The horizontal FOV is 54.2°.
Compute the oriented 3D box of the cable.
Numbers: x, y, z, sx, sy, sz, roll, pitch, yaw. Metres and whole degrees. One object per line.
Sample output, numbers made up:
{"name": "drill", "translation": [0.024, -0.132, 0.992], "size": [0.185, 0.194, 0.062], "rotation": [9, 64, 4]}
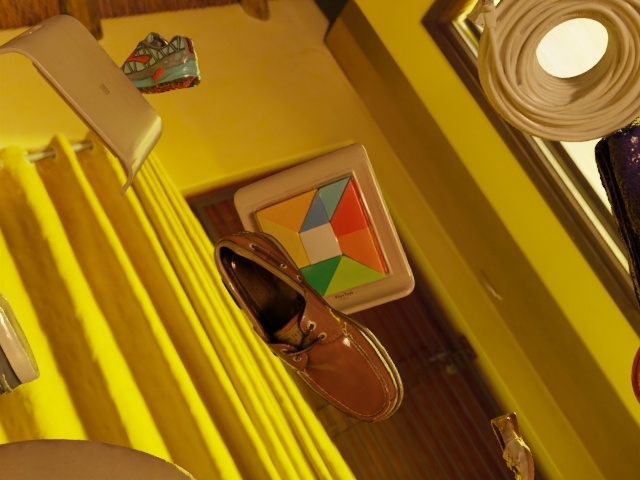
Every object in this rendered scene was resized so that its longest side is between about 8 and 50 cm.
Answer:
{"name": "cable", "translation": [0.356, -0.268, 0.891], "size": [0.257, 0.257, 0.089], "rotation": [3, 35, 13]}

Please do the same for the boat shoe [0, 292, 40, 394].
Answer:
{"name": "boat shoe", "translation": [-0.426, 0.035, 0.683], "size": [0.099, 0.319, 0.116], "rotation": [-29, 8, -19]}

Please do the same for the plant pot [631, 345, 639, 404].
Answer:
{"name": "plant pot", "translation": [0.749, 0.293, 1.119], "size": [0.272, 0.272, 0.265], "rotation": [-33, 10, 12]}

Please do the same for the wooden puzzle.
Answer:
{"name": "wooden puzzle", "translation": [0.000, 0.000, 0.940], "size": [0.221, 0.238, 0.044], "rotation": [-20, 1, 17]}

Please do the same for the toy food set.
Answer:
{"name": "toy food set", "translation": [-0.424, -0.249, 1.132], "size": [0.092, 0.306, 0.219], "rotation": [-30, 26, 19]}

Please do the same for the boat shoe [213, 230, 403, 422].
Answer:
{"name": "boat shoe", "translation": [-0.027, 0.115, 0.787], "size": [0.110, 0.307, 0.104], "rotation": [-49, -12, 10]}

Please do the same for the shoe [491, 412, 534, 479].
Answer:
{"name": "shoe", "translation": [0.428, 0.471, 1.394], "size": [0.058, 0.076, 0.219], "rotation": [-2, 24, 5]}

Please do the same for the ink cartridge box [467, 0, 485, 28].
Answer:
{"name": "ink cartridge box", "translation": [0.351, -0.465, 1.301], "size": [0.083, 0.028, 0.048], "rotation": [9, -58, -40]}

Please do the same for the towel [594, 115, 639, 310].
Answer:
{"name": "towel", "translation": [0.512, -0.042, 0.986], "size": [0.076, 0.308, 0.228], "rotation": [-12, 12, 35]}

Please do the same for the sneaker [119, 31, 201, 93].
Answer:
{"name": "sneaker", "translation": [-0.371, -0.395, 1.395], "size": [0.262, 0.125, 0.104], "rotation": [1, 6, 30]}

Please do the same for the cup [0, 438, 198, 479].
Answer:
{"name": "cup", "translation": [-0.299, 0.414, 0.703], "size": [0.331, 0.237, 0.331], "rotation": [-2, -46, -2]}
